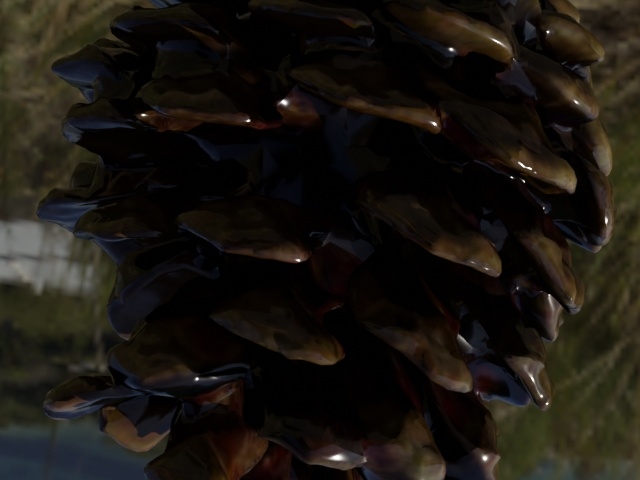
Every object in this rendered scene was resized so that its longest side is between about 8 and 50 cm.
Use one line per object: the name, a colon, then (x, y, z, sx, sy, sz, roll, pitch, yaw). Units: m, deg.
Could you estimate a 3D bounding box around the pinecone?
pinecone: (0.002, -0.002, 0.532, 0.179, 0.204, 0.184, 10, -179, 23)
